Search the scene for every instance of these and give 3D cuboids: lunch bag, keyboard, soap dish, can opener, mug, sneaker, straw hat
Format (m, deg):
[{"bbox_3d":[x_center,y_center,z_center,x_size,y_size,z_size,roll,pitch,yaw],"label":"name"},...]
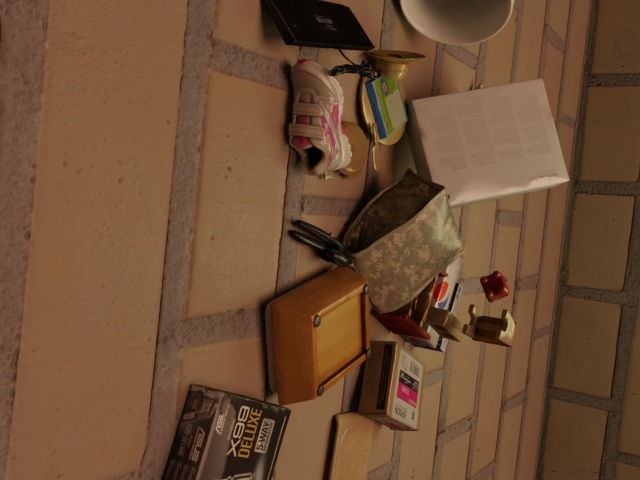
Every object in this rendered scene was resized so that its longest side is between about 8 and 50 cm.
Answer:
[{"bbox_3d":[0.186,0.012,1.773,0.287,0.169,0.235,-41,133,-14],"label":"lunch bag"},{"bbox_3d":[0.019,-0.407,1.479,0.317,0.033,0.202,-18,75,-55],"label":"keyboard"},{"bbox_3d":[0.005,0.202,1.580,0.291,0.118,0.229,-25,117,-55],"label":"soap dish"},{"bbox_3d":[0.000,0.000,1.590,0.186,0.073,0.059,37,73,-45],"label":"can opener"},{"bbox_3d":[0.408,-0.703,1.797,0.276,0.374,0.328,58,42,-52],"label":"mug"},{"bbox_3d":[-0.012,-0.239,1.476,0.111,0.103,0.252,-43,127,-41],"label":"sneaker"},{"bbox_3d":[0.174,-0.411,1.716,0.144,0.144,0.061,-27,127,-53],"label":"straw hat"}]

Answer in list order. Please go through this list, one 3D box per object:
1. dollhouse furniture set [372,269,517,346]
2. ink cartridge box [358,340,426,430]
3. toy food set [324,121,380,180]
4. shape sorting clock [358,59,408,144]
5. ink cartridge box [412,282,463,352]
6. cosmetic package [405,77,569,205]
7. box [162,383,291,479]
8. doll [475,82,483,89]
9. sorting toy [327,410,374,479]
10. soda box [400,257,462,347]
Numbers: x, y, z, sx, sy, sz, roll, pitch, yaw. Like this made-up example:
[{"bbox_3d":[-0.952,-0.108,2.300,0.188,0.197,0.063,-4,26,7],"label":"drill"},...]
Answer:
[{"bbox_3d":[0.339,0.155,1.867,0.152,0.374,0.201,42,63,-48],"label":"dollhouse furniture set"},{"bbox_3d":[0.196,0.389,1.929,0.234,0.088,0.193,40,52,-54],"label":"ink cartridge box"},{"bbox_3d":[0.061,-0.206,1.668,0.192,0.038,0.133,-13,103,-45],"label":"toy food set"},{"bbox_3d":[0.154,-0.336,1.776,0.206,0.040,0.206,7,82,-56],"label":"shape sorting clock"},{"bbox_3d":[0.344,0.220,2.144,0.046,0.097,0.207,46,58,-51],"label":"ink cartridge box"},{"bbox_3d":[0.429,-0.248,1.896,0.097,0.377,0.285,137,-59,-76],"label":"cosmetic package"},{"bbox_3d":[-0.186,0.442,1.364,0.242,0.076,0.308,35,67,-55],"label":"box"},{"bbox_3d":[0.506,-0.435,2.312,0.189,0.046,0.129,-22,124,-48],"label":"doll"},{"bbox_3d":[0.074,0.540,1.845,0.193,0.038,0.208,12,81,-58],"label":"sorting toy"},{"bbox_3d":[0.315,0.156,2.085,0.091,0.098,0.286,49,57,-50],"label":"soda box"}]
